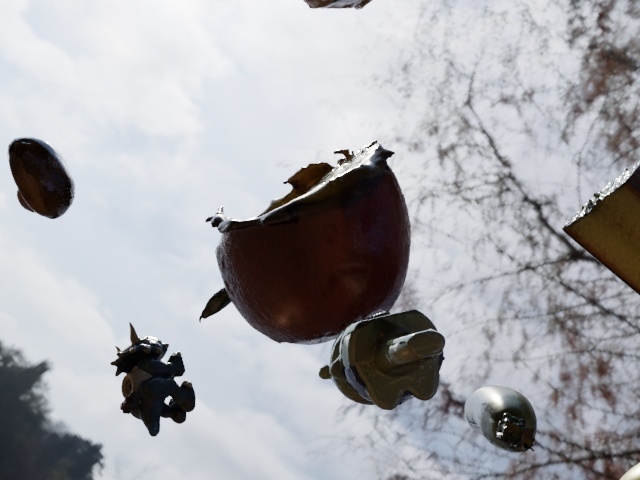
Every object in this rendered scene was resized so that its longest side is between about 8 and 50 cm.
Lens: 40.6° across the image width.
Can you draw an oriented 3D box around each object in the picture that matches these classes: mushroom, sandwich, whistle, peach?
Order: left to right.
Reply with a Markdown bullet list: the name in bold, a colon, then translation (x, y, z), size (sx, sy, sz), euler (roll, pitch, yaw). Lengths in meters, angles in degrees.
- **mushroom**: translation (-0.392, -0.087, 1.194), size (0.127, 0.087, 0.127), euler (59, -2, 4)
- **peach**: translation (0.000, 0.000, 1.534), size (0.353, 0.339, 0.416), euler (40, -30, 19)
- **whistle**: translation (0.065, 0.117, 0.848), size (0.244, 0.110, 0.092), euler (141, -62, -72)
- **sandwich**: translation (0.449, 0.014, 1.122), size (0.236, 0.128, 0.122), euler (45, -50, 10)

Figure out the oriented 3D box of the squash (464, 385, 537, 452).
- **squash**: translation (0.260, 0.254, 1.241), size (0.087, 0.087, 0.331), euler (51, 0, 6)

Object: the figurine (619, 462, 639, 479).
- **figurine**: translation (0.403, 0.384, 0.958), size (0.215, 0.344, 0.187), euler (18, -45, 27)

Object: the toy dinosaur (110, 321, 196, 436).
- **toy dinosaur**: translation (-0.113, 0.094, 0.569), size (0.030, 0.047, 0.083), euler (-53, -134, 31)

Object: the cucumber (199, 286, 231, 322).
- **cucumber**: translation (-0.184, 0.107, 1.721), size (0.037, 0.155, 0.037), euler (47, -15, 17)

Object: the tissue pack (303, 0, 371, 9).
- **tissue pack**: translation (0.061, -0.455, 1.195), size (0.271, 0.124, 0.201), euler (165, -74, -68)
